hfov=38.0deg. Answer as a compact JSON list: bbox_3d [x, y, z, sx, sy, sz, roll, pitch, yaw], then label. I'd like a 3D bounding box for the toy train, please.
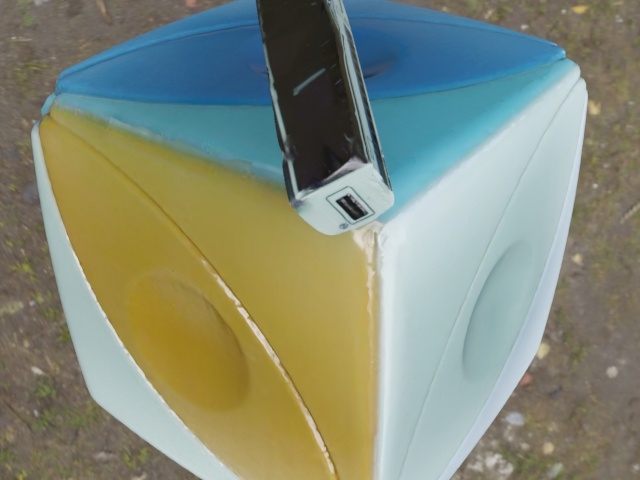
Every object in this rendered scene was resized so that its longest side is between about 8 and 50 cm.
[{"bbox_3d":[-0.003,-0.117,0.577,0.055,0.252,0.048,-29,138,23],"label":"toy train"}]

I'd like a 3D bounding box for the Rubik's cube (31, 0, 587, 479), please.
[{"bbox_3d":[0.000,0.000,0.815,0.351,0.352,0.347,-40,140,-44],"label":"Rubik's cube"}]
